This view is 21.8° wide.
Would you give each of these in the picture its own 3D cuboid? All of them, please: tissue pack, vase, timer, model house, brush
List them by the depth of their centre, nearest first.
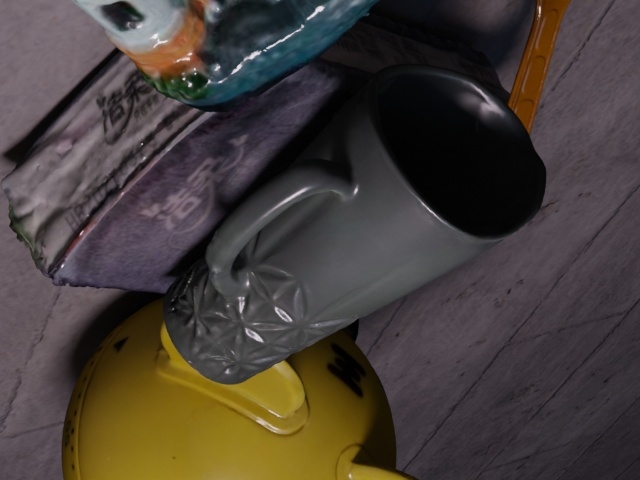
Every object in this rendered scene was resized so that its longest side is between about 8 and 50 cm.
[{"bbox_3d":[-0.080,-0.238,0.989,0.253,0.184,0.291,-30,152,16],"label":"model house"},{"bbox_3d":[0.000,0.000,1.287,0.301,0.156,0.251,-38,157,32],"label":"vase"},{"bbox_3d":[-0.035,-0.072,1.416,0.288,0.124,0.394,-43,152,24],"label":"tissue pack"},{"bbox_3d":[0.187,-0.164,1.420,0.090,0.017,0.314,-6,121,-39],"label":"brush"},{"bbox_3d":[-0.063,0.202,1.634,0.376,0.376,0.387,-8,172,-37],"label":"timer"}]
